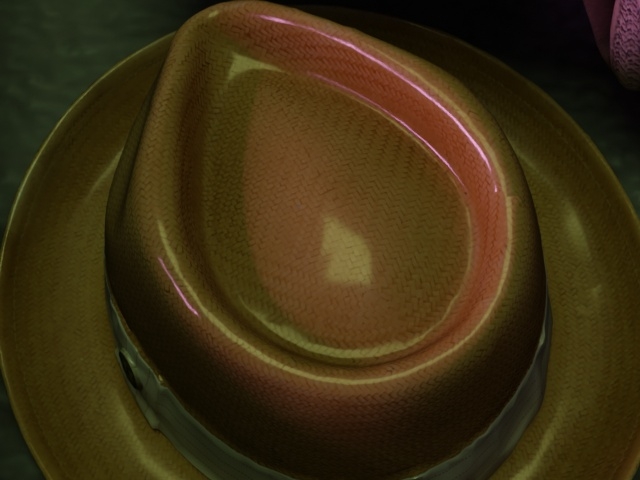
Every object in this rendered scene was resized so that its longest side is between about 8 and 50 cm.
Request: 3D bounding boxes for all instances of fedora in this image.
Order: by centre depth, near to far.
[{"bbox_3d":[0.000,0.000,0.366,0.194,0.079,0.194,-1,61,2],"label":"fedora"}]

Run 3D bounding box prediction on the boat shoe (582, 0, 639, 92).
[{"bbox_3d":[0.113,-0.093,0.405,0.341,0.121,0.110,17,99,2],"label":"boat shoe"}]
